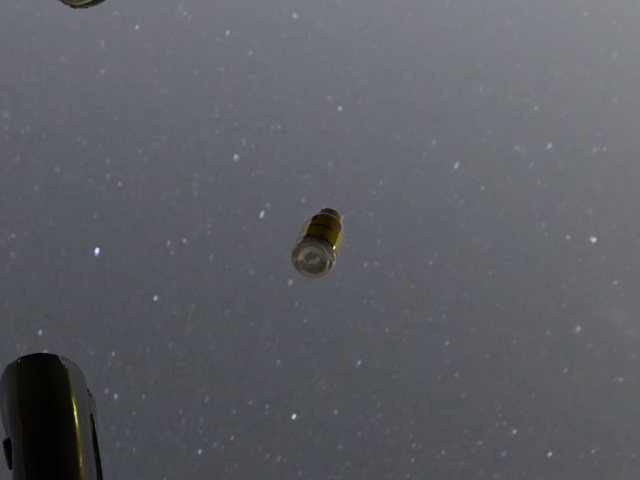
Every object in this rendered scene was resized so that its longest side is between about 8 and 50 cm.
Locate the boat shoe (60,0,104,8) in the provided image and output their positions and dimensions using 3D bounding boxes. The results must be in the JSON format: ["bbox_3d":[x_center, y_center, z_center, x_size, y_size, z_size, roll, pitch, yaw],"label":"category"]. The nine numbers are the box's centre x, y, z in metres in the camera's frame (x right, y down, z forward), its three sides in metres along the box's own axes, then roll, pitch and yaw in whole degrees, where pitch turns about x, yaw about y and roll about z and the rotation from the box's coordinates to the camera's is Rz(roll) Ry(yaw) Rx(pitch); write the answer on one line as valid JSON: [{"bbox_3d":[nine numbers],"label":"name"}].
[{"bbox_3d":[-0.417,-0.443,1.681,0.069,0.081,0.228,20,-176,-43],"label":"boat shoe"}]

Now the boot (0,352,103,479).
[{"bbox_3d":[-0.280,0.318,1.044,0.146,0.367,0.445,0,-126,-15],"label":"boot"}]

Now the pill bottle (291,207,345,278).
[{"bbox_3d":[0.000,0.000,1.392,0.065,0.065,0.116,23,-150,-1],"label":"pill bottle"}]
